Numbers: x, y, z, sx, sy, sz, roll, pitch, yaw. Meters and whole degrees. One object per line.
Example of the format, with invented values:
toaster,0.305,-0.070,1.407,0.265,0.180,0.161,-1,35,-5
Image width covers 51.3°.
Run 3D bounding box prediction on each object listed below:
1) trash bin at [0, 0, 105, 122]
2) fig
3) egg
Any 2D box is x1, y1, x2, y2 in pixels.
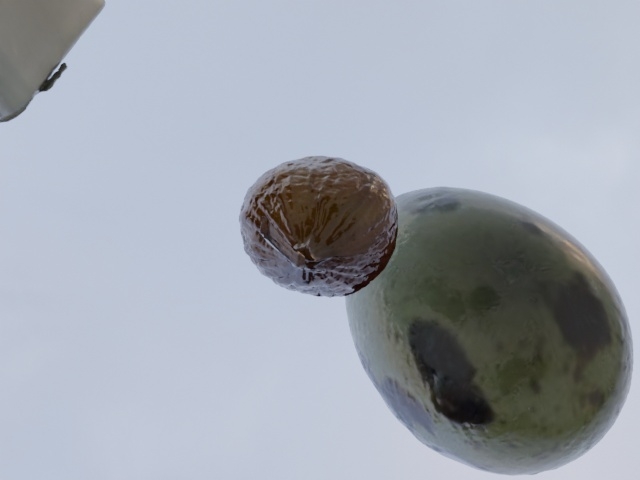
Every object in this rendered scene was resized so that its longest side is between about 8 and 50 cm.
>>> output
trash bin,-0.371,-0.262,0.485,0.296,0.367,0.255,-8,-134,24
fig,0.000,0.000,0.567,0.146,0.201,0.133,-15,-77,4
egg,0.215,0.109,0.919,0.345,0.345,0.428,-28,-111,-25
